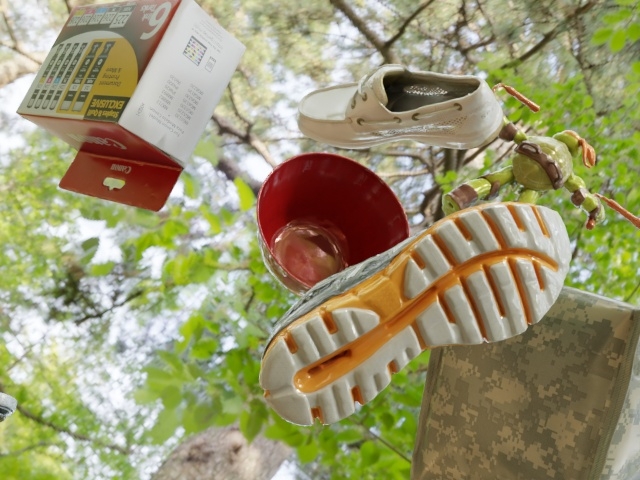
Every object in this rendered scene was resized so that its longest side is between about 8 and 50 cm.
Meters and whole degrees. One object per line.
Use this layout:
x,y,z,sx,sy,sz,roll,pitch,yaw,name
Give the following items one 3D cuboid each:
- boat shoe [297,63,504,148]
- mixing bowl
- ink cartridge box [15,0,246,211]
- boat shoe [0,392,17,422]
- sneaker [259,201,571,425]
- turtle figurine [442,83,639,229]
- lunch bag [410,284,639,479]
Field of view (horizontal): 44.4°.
0.086,-0.178,0.979,0.277,0.098,0.096,4,-32,27,boat shoe
0.000,0.000,0.897,0.181,0.181,0.098,46,-35,5,mixing bowl
-0.299,-0.204,1.148,0.309,0.272,0.130,12,-17,44,ink cartridge box
-0.460,0.241,0.972,0.183,0.083,0.065,-14,-37,20,boat shoe
0.055,0.033,0.489,0.083,0.215,0.084,-150,-143,-76,sneaker
0.276,-0.072,0.998,0.269,0.217,0.087,47,-18,7,turtle figurine
0.239,0.191,0.855,0.235,0.169,0.287,16,-92,46,lunch bag
